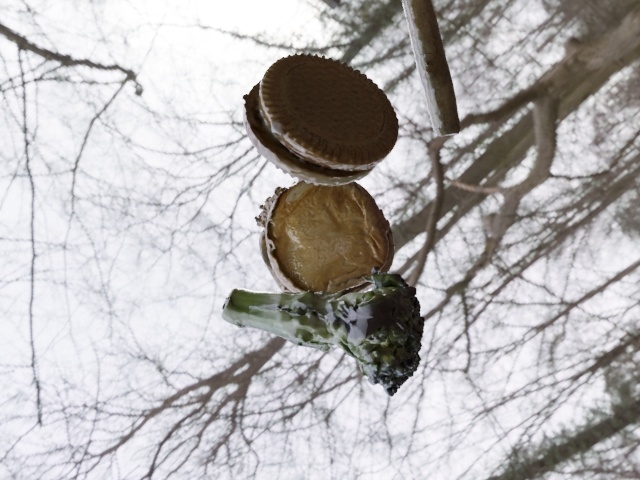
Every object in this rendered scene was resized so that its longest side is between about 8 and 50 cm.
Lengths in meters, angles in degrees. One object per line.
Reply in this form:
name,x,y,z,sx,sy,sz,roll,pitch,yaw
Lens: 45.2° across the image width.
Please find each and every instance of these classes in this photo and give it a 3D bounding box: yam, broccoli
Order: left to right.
broccoli,-0.003,0.113,1.064,0.303,0.146,0.165,9,-166,26
yam,0.233,-0.372,1.610,0.071,0.067,0.318,-17,-86,-37

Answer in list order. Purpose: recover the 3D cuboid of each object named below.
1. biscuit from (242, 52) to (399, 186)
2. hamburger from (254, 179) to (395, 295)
biscuit,0.001,-0.196,1.232,0.259,0.079,0.259,13,-130,-16
hamburger,0.000,0.000,1.457,0.285,0.146,0.243,18,-108,7
